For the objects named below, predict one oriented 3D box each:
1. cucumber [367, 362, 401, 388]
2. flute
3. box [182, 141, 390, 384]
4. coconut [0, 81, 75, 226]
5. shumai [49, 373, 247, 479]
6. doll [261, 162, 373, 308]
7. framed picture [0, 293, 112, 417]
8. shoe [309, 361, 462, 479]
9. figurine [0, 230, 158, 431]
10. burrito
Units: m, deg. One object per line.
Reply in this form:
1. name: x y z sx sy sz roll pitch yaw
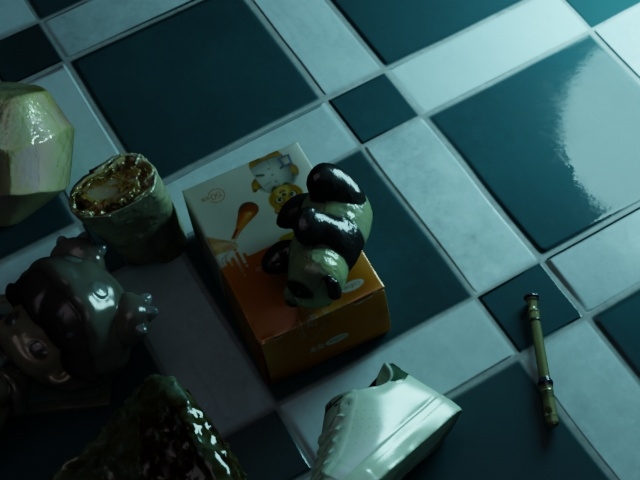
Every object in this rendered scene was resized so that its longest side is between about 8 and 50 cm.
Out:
1. cucumber: 0.077 0.247 2.009 0.032 0.032 0.133 34 67 25
2. flute: 0.346 0.187 2.020 0.027 0.027 0.233 -6 56 3
3. box: -0.057 0.036 2.102 0.225 0.143 0.341 -24 58 -9
4. coconut: -0.553 -0.146 2.243 0.259 0.259 0.259 -3 56 5
5. shumai: -0.249 0.403 1.750 0.348 0.395 0.395 -25 57 -12
6. doll: 0.001 -0.002 1.951 0.135 0.143 0.234 30 50 -9
7. framed picture: -0.495 0.185 2.123 0.315 0.024 0.232 -7 57 3
8. shoe: 0.045 0.297 1.862 0.160 0.132 0.363 39 45 19
9. figurine: -0.439 0.175 2.008 0.380 0.203 0.248 -44 56 -7
10. burrito: -0.302 -0.046 2.096 0.105 0.299 0.143 42 83 18
